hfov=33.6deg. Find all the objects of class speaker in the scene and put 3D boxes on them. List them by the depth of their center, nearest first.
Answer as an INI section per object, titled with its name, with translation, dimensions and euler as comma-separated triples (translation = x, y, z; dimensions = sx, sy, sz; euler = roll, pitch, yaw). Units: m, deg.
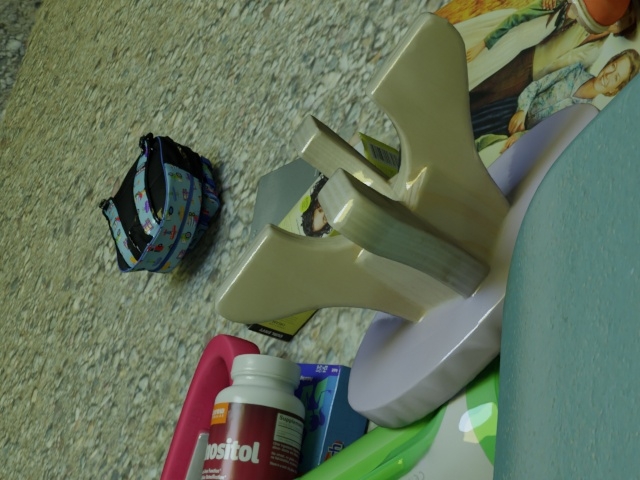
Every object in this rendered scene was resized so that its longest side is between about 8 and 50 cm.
[speaker]
translation = 0.071, 0.195, 0.810
dimensions = 0.296, 0.131, 0.131
euler = -42, 40, 38

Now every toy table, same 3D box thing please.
[toy table]
translation = 0.062, -0.016, 0.750
dimensions = 0.274, 0.161, 0.252
euler = -56, 16, -1

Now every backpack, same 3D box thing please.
[backpack]
translation = -0.209, -0.032, 1.406
dimensions = 0.158, 0.117, 0.173
euler = -53, 33, 24

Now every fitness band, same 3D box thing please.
[fitness band]
translation = -0.127, 0.240, 1.111
dimensions = 0.209, 0.054, 0.290
euler = -125, 53, -76

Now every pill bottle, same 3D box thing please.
[pill bottle]
translation = -0.060, 0.185, 0.968
dimensions = 0.086, 0.086, 0.152
euler = -21, 54, 51

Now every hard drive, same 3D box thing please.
[hard drive]
translation = -0.033, -0.047, 1.229
dimensions = 0.135, 0.022, 0.094
euler = -20, 55, 52

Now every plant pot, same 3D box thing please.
[plant pot]
translation = 0.216, 0.074, 0.558
dimensions = 0.252, 0.248, 0.247
euler = 140, 141, -62

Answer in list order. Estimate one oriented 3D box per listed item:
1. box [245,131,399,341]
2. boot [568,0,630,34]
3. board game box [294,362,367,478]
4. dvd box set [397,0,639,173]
[box]
translation = 0.000, 0.000, 1.113
dimensions = 0.232, 0.058, 0.087
euler = -50, 35, 29
[boot]
translation = 0.228, -0.227, 0.771
dimensions = 0.085, 0.059, 0.157
euler = -2, 67, 53
[board game box]
translation = -0.030, 0.225, 1.029
dimensions = 0.160, 0.047, 0.210
euler = -9, 65, 56
[dvd box set]
translation = 0.216, -0.123, 0.843
dimensions = 0.420, 0.062, 0.307
euler = -24, 52, 50
